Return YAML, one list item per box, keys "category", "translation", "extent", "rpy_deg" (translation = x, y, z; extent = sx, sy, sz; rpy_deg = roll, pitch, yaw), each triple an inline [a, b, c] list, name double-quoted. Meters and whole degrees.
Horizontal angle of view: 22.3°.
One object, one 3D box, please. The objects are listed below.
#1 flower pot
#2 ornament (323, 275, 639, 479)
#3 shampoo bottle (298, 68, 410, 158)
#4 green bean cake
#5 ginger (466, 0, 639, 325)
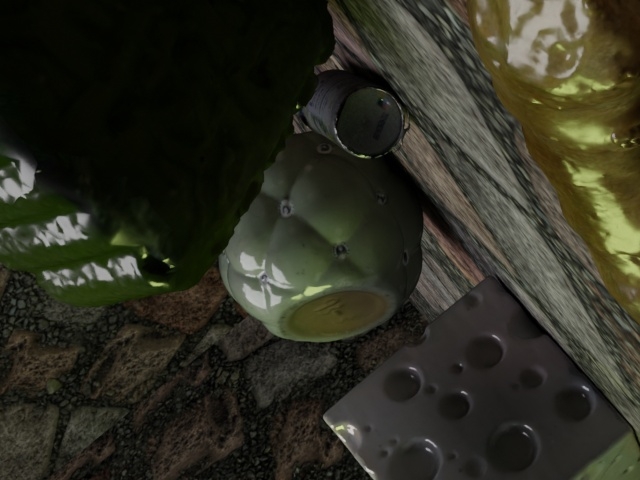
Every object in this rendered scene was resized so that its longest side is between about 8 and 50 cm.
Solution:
- category: "flower pot"
  translation: [0.000, 0.000, 1.851]
  extent: [0.246, 0.246, 0.195]
  rpy_deg: [53, -160, -61]
- category: "ornament"
  translation: [0.189, 0.231, 1.763]
  extent: [0.240, 0.239, 0.240]
  rpy_deg: [50, 178, 29]
- category: "shampoo bottle"
  translation: [0.023, -0.121, 1.490]
  extent: [0.072, 0.072, 0.214]
  rpy_deg: [51, 178, -15]
- category: "green bean cake"
  translation: [-0.159, -0.152, 1.218]
  extent: [0.218, 0.335, 0.319]
  rpy_deg: [-10, 139, 47]
- category: "ginger"
  translation: [0.112, -0.043, 0.636]
  extent: [0.299, 0.065, 0.118]
  rpy_deg: [55, -170, -52]
